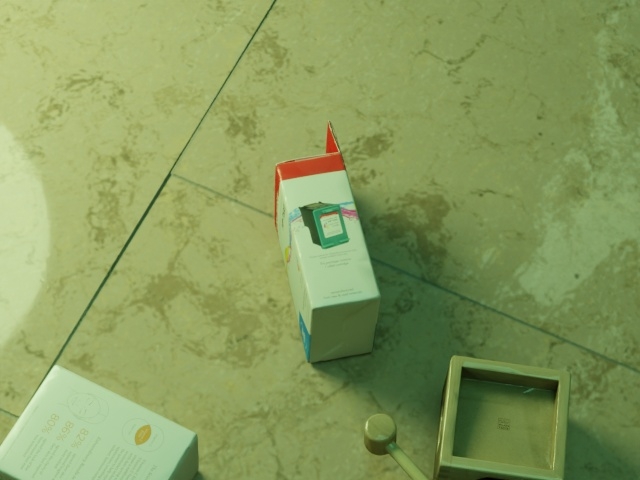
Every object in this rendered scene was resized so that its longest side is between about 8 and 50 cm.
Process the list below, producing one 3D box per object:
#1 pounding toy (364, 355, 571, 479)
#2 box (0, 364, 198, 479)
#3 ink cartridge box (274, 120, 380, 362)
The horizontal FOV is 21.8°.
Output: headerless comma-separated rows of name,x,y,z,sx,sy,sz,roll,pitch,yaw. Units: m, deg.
pounding toy,0.145,0.221,1.724,0.206,0.094,0.181,8,59,2
box,-0.228,0.231,1.700,0.170,0.091,0.130,25,61,11
ink cartridge box,0.000,0.000,1.821,0.078,0.134,0.231,-10,60,-8
